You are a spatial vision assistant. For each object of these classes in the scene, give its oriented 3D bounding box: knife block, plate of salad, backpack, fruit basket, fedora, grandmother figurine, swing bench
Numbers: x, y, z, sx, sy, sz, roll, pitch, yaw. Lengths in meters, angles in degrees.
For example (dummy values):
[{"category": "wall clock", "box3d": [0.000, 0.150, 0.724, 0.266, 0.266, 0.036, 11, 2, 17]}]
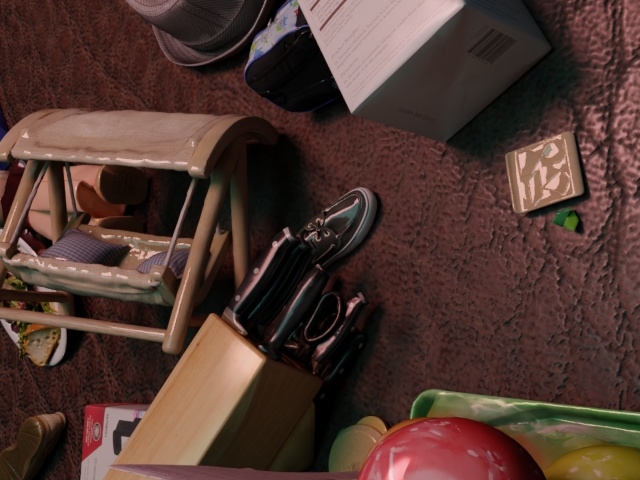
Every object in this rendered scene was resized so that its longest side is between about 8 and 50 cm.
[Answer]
[{"category": "knife block", "box3d": [-0.081, 0.128, 0.818, 0.088, 0.275, 0.242, 33, 135, 41]}, {"category": "plate of salad", "box3d": [-0.410, 0.082, 1.208, 0.200, 0.048, 0.200, 22, 124, 37]}, {"category": "backpack", "box3d": [-0.013, -0.186, 0.894, 0.114, 0.105, 0.084, -27, 44, 40]}, {"category": "fruit basket", "box3d": [0.101, 0.184, 0.558, 0.327, 0.353, 0.165, -2, 81, 42]}, {"category": "fedora", "box3d": [-0.162, -0.339, 1.036, 0.243, 0.124, 0.275, -32, 63, 34]}, {"category": "grandmother figurine", "box3d": [-0.372, -0.055, 1.203, 0.342, 0.104, 0.208, 2, 78, 40]}, {"category": "swing bench", "box3d": [-0.202, -0.022, 0.945, 0.253, 0.165, 0.255, 5, 87, 22]}]

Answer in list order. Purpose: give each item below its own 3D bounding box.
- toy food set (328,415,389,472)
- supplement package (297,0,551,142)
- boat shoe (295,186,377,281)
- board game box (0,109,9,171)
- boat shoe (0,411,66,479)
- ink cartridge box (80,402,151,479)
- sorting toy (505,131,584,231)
[{"category": "toy food set", "box3d": [0.039, 0.211, 0.836, 0.082, 0.020, 0.083, -38, 60, 32]}, {"category": "supplement package", "box3d": [0.068, -0.232, 0.798, 0.134, 0.139, 0.244, -41, 59, 32]}, {"category": "boat shoe", "box3d": [0.000, 0.000, 0.891, 0.142, 0.040, 0.049, -46, 55, 27]}, {"category": "board game box", "box3d": [-0.629, -0.193, 1.471, 0.233, 0.078, 0.347, -46, 56, 28]}, {"category": "boat shoe", "box3d": [-0.391, 0.286, 1.207, 0.056, 0.048, 0.153, 48, 122, 23]}, {"category": "ink cartridge box", "box3d": [-0.189, 0.250, 1.002, 0.175, 0.072, 0.127, -5, 79, 42]}, {"category": "sorting toy", "box3d": [0.189, -0.043, 0.744, 0.062, 0.012, 0.083, -18, 68, 34]}]
